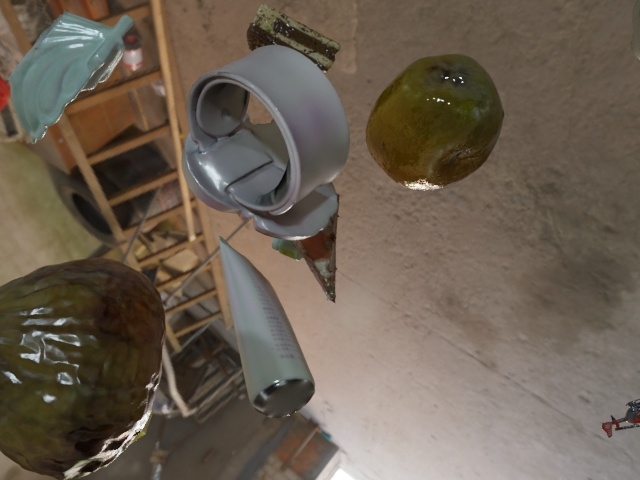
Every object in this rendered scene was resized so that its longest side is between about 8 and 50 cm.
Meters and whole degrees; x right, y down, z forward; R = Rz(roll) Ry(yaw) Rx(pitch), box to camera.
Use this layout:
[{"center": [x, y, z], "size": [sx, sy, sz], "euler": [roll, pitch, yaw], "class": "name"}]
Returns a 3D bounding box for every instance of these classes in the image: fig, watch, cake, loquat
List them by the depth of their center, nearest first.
[{"center": [-0.394, 0.132, 0.797], "size": [0.368, 0.286, 0.286], "euler": [24, 157, -20], "class": "fig"}, {"center": [-0.051, -0.130, 0.835], "size": [0.244, 0.196, 0.231], "euler": [50, 141, 0], "class": "watch"}, {"center": [0.001, -0.004, 1.214], "size": [0.098, 0.135, 0.287], "euler": [96, 158, -51], "class": "cake"}, {"center": [0.234, -0.252, 1.303], "size": [0.276, 0.276, 0.284], "euler": [36, 147, 15], "class": "loquat"}, {"center": [-0.082, -0.549, 1.676], "size": [0.246, 0.112, 0.135], "euler": [22, 169, 22], "class": "cake"}]

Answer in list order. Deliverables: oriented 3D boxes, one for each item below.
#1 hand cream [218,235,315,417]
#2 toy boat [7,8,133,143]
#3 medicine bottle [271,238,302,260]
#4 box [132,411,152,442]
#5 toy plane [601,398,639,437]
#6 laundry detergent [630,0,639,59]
[{"center": [-0.114, 0.159, 1.183], "size": [0.185, 0.118, 0.359], "euler": [46, -165, -47], "class": "hand cream"}, {"center": [-0.401, -0.266, 0.956], "size": [0.290, 0.200, 0.100], "euler": [-18, 135, 40], "class": "toy boat"}, {"center": [-0.084, 0.019, 1.634], "size": [0.083, 0.047, 0.047], "euler": [21, 143, 25], "class": "medicine bottle"}, {"center": [-0.497, 0.502, 1.606], "size": [0.149, 0.073, 0.020], "euler": [-38, 113, 21], "class": "box"}, {"center": [0.709, 0.401, 1.400], "size": [0.060, 0.145, 0.037], "euler": [67, -166, 2], "class": "toy plane"}, {"center": [0.559, -0.319, 0.908], "size": [0.398, 0.124, 0.264], "euler": [-20, -93, -80], "class": "laundry detergent"}]
